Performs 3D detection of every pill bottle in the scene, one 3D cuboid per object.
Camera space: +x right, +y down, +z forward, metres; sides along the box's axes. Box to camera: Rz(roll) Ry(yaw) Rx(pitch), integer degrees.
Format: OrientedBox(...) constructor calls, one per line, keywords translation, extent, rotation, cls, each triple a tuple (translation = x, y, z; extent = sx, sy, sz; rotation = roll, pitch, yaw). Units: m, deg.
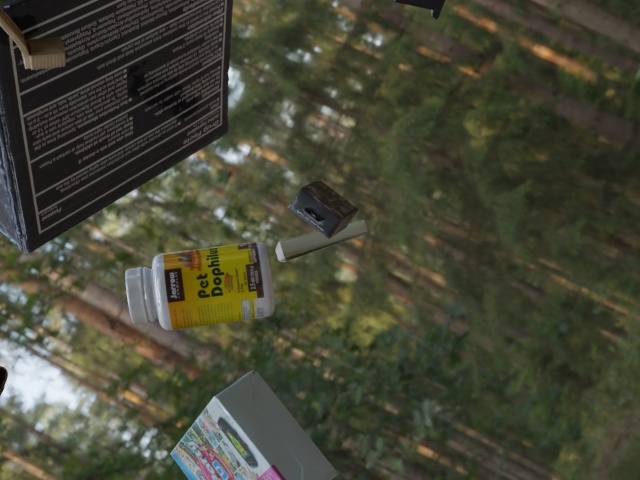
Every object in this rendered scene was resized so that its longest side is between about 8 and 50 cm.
OrientedBox(translation=(-0.181, 0.071, 1.455), extent=(0.117, 0.214, 0.117), rotation=(172, 90, -83), cls="pill bottle")

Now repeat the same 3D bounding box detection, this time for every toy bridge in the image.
OrientedBox(translation=(-0.232, -0.210, 0.741), extent=(0.188, 0.063, 0.026), rotation=(104, 149, -50), cls="toy bridge")

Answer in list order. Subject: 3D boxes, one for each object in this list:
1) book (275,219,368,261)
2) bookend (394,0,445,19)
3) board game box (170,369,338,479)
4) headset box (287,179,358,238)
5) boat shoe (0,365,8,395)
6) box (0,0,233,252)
OrientedBox(translation=(0.000, 0.000, 1.592), extent=(0.096, 0.144, 0.035), rotation=(150, 103, -82), cls="book")
OrientedBox(translation=(0.130, -0.437, 1.470), extent=(0.072, 0.156, 0.157), rotation=(-93, 16, -44), cls="bookend")
OrientedBox(translation=(-0.126, 0.388, 1.677), extent=(0.097, 0.224, 0.303), rotation=(-32, -13, -35), cls="board game box")
OrientedBox(translation=(0.003, -0.037, 1.127), extent=(0.032, 0.062, 0.083), rotation=(-55, -6, 19), cls="headset box")
OrientedBox(translation=(-0.488, 0.223, 1.347), extent=(0.060, 0.064, 0.178), rotation=(-37, 12, 11), cls="boat shoe")
OrientedBox(translation=(-0.252, -0.198, 0.991), extent=(0.296, 0.182, 0.294), rotation=(-36, -29, -34), cls="box")
